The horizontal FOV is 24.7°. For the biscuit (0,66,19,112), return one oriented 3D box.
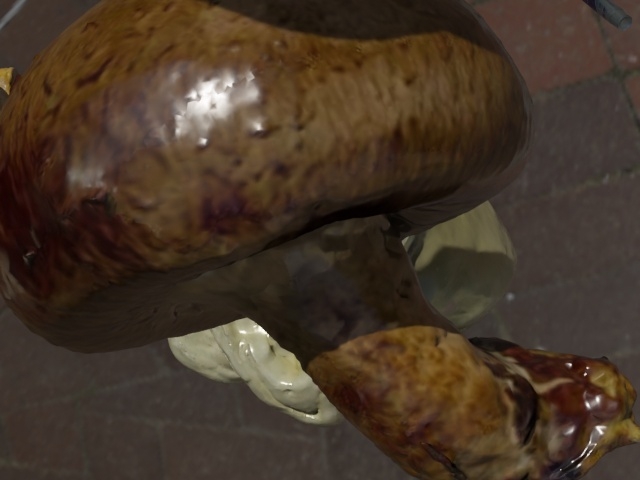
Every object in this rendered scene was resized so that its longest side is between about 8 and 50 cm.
[{"bbox_3d":[-0.348,-0.109,1.618,0.036,0.225,0.166,1,95,5],"label":"biscuit"}]

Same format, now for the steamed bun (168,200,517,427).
[{"bbox_3d":[0.000,0.000,1.480,0.352,0.339,0.247,36,157,21],"label":"steamed bun"}]

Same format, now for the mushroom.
[{"bbox_3d":[-0.029,0.011,0.872,0.331,0.334,0.356,-1,98,40],"label":"mushroom"}]

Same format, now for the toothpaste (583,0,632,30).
[{"bbox_3d":[0.238,-0.203,1.249,0.015,0.083,0.024,-24,133,-11],"label":"toothpaste"}]
